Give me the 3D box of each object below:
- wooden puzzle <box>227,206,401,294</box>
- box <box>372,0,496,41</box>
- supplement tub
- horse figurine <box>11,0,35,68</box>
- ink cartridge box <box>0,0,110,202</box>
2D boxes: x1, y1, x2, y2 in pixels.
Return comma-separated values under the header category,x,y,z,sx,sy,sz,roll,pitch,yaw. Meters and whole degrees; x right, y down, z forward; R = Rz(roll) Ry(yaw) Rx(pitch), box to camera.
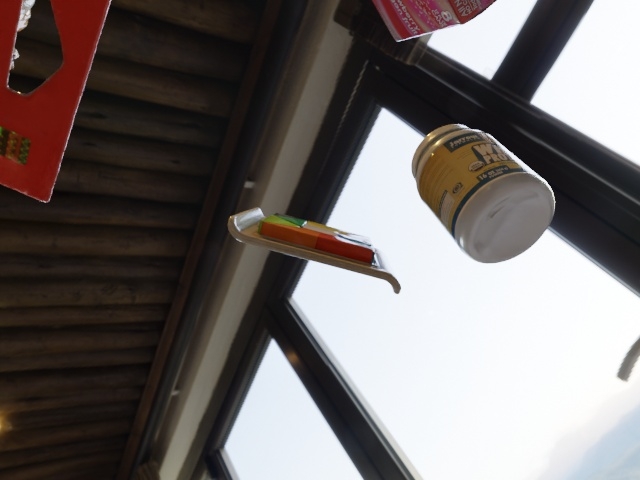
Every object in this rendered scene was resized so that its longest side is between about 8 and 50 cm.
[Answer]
category,x,y,z,sx,sy,sz,roll,pitch,yaw
wooden puzzle,0.000,0.000,0.737,0.221,0.239,0.044,-69,-2,-82
box,0.063,-0.302,0.387,0.123,0.128,0.256,-38,-68,-3
supplement tub,0.231,-0.077,0.756,0.145,0.199,0.144,-10,-51,-12
horse figurine,-0.465,-0.401,0.793,0.066,0.174,0.263,27,-39,-29
ink cartridge box,-0.258,-0.142,0.281,0.239,0.060,0.275,27,-50,-17
